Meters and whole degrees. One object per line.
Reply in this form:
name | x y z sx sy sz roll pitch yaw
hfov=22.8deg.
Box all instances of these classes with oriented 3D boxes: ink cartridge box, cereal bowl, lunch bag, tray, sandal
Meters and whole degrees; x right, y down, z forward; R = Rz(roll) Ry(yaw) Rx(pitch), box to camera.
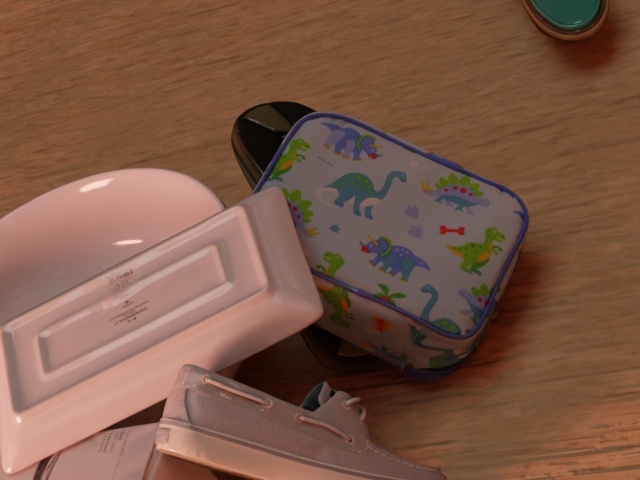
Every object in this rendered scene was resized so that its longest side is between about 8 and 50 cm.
ink cartridge box | -0.180 0.230 1.208 0.219 0.160 0.093 -11 42 27
cereal bowl | -0.201 0.098 1.388 0.339 0.141 0.339 -19 37 15
lunch bag | 0.051 -0.001 1.289 0.219 0.090 0.176 24 56 5
tray | -0.137 0.059 1.194 0.270 0.030 0.145 -27 46 8
sandal | 0.001 -0.001 1.400 0.120 0.086 0.303 -5 47 -19

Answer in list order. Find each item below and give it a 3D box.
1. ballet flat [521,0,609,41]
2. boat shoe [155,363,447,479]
ballet flat | 0.227 -0.247 1.538 0.080 0.073 0.232 -20 44 3
boat shoe | -0.003 0.141 1.141 0.079 0.227 0.081 161 124 -70
